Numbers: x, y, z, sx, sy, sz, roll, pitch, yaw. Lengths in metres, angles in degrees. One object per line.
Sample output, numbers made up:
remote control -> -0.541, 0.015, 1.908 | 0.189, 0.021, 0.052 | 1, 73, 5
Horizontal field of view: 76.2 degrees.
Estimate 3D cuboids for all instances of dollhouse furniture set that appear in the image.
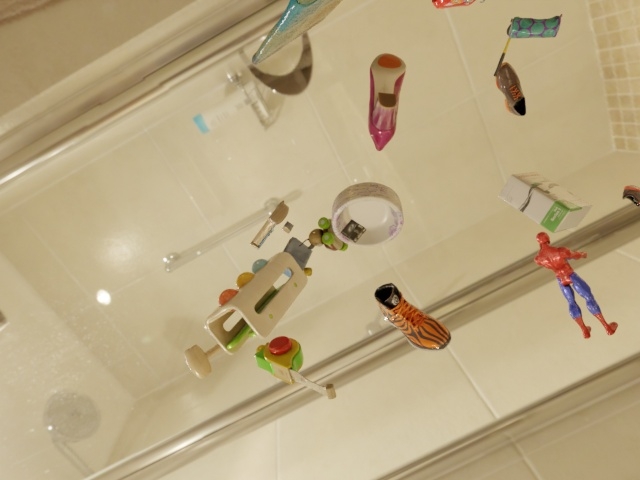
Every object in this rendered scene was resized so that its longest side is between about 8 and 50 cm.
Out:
dollhouse furniture set -> -0.111, -0.017, 1.864 | 0.303, 0.198, 0.287 | 37, -139, -8

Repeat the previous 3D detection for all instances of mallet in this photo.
mallet -> 0.681, -0.701, 1.510 | 0.062, 0.039, 0.190 | -47, -25, -48

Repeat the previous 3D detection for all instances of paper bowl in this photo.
paper bowl -> 0.186, -0.115, 1.643 | 0.148, 0.283, 0.284 | -86, -26, -43

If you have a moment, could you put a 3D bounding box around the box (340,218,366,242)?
box -> 0.123, -0.035, 1.527 | 0.018, 0.067, 0.083 | 42, 178, -41

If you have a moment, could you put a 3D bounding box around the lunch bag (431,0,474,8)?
lunch bag -> 0.503, -0.926, 1.431 | 0.120, 0.258, 0.293 | 38, -167, -26

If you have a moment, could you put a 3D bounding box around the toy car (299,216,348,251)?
toy car -> 0.000, 0.000, 1.827 | 0.155, 0.188, 0.149 | 24, -134, -55

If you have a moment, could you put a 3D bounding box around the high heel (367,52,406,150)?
high heel -> 0.145, -0.317, 0.917 | 0.117, 0.082, 0.244 | 96, 177, -53

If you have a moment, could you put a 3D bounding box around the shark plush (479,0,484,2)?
shark plush -> 0.400, -0.646, 0.991 | 0.073, 0.067, 0.161 | 21, -168, -4

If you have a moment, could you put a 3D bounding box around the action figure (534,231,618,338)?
action figure -> 0.614, 0.083, 0.999 | 0.281, 0.091, 0.139 | 55, -134, -5

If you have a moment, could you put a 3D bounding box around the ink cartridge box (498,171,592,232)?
ink cartridge box -> 0.724, -0.130, 1.326 | 0.219, 0.160, 0.093 | 49, 136, 37

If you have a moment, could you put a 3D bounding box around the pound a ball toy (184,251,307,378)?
pound a ball toy -> -0.194, 0.165, 1.013 | 0.136, 0.208, 0.319 | 53, -149, -7

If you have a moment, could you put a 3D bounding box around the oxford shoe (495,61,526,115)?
oxford shoe -> 0.874, -0.681, 1.845 | 0.271, 0.096, 0.098 | 44, -161, -36

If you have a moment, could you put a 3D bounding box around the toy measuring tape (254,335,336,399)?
toy measuring tape -> -0.061, 0.349, 1.164 | 0.329, 0.121, 0.121 | 7, 140, 42

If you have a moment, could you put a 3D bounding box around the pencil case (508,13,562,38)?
pencil case -> 0.710, -0.710, 1.355 | 0.064, 0.151, 0.070 | -5, -74, -66

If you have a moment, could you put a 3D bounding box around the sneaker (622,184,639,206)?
sneaker -> 1.166, -0.141, 1.464 | 0.157, 0.065, 0.061 | 26, 172, 27

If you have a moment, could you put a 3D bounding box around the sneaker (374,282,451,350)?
sneaker -> 0.298, 0.262, 1.432 | 0.321, 0.125, 0.180 | 24, 158, 49

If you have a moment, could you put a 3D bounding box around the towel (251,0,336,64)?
towel -> -0.022, -0.561, 0.988 | 0.040, 0.271, 0.370 | 55, 163, -18
